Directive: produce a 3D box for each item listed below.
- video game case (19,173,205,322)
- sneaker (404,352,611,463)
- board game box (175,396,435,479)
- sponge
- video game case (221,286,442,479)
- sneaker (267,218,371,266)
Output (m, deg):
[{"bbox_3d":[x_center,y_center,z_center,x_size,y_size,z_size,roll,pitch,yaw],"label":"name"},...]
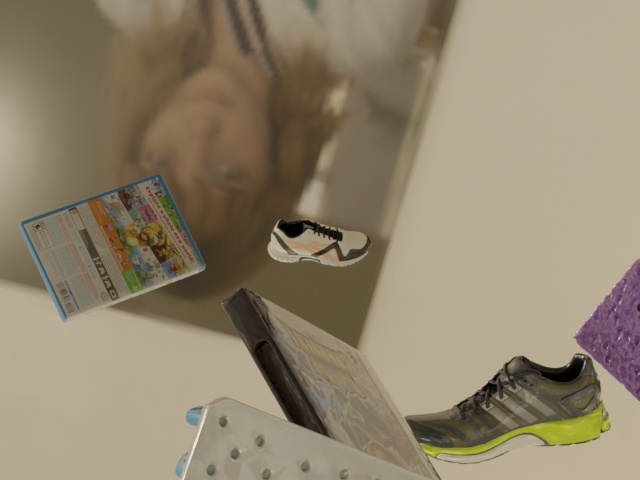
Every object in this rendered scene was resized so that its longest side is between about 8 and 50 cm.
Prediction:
[{"bbox_3d":[-0.221,0.007,2.012,0.166,0.119,0.015,-21,163,-22],"label":"video game case"},{"bbox_3d":[0.250,0.223,2.594,0.300,0.121,0.111,-10,-161,-13],"label":"sneaker"},{"bbox_3d":[-0.013,0.378,1.669,0.390,0.390,0.050,25,166,-33],"label":"board game box"},{"bbox_3d":[0.375,0.127,1.973,0.210,0.117,0.031,45,-161,27],"label":"sponge"},{"bbox_3d":[0.032,0.183,1.885,0.275,0.035,0.248,33,-159,-57],"label":"video game case"},{"bbox_3d":[0.000,0.000,1.979,0.109,0.043,0.040,0,-136,-6],"label":"sneaker"}]
